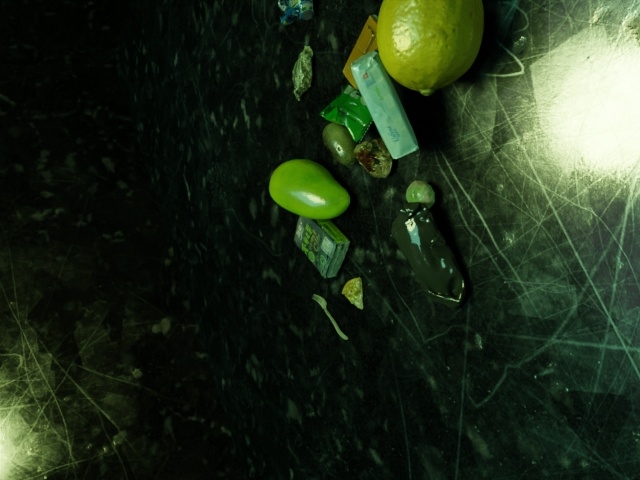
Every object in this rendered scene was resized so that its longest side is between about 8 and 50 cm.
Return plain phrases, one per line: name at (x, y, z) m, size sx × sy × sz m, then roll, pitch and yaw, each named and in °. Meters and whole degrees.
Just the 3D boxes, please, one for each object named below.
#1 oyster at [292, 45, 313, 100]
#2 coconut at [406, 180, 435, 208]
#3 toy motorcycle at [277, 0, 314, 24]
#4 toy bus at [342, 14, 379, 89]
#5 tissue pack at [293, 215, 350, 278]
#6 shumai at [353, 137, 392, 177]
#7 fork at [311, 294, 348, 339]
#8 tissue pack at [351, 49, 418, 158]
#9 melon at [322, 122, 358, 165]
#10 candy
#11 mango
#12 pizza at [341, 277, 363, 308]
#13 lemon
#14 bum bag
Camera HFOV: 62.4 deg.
oyster at (-0.065, -0.578, 1.845) m, size 0.177 × 0.064 × 0.125 m, roll 115°, pitch 149°, yaw -55°
coconut at (0.275, -0.121, 1.446) m, size 0.082 × 0.081 × 0.083 m, roll 17°, pitch 102°, yaw 40°
toy motorcycle at (-0.084, -0.800, 1.783) m, size 0.254 × 0.092 × 0.135 m, roll 13°, pitch 119°, yaw 63°
toy bus at (0.152, -0.529, 1.481) m, size 0.098 × 0.114 × 0.201 m, roll 60°, pitch 142°, yaw 25°
tissue pack at (0.000, 0.000, 1.890) m, size 0.235 × 0.073 × 0.173 m, roll 49°, pitch 136°, yaw 38°
shumai at (0.149, -0.248, 1.595) m, size 0.139 × 0.105 × 0.123 m, roll -112°, pitch 22°, yaw -64°
fork at (0.040, 0.281, 1.960) m, size 0.219 × 0.028 × 0.034 m, roll 50°, pitch 129°, yaw 31°
tissue pack at (0.165, -0.357, 1.388) m, size 0.263 × 0.089 × 0.177 m, roll 63°, pitch -167°, yaw -18°
melon at (0.067, -0.307, 1.684) m, size 0.162 × 0.099 × 0.099 m, roll 58°, pitch 141°, yaw 25°
candy at (0.093, -0.397, 1.613) m, size 0.203 × 0.078 × 0.141 m, roll 41°, pitch 112°, yaw 39°
mango at (-0.034, -0.174, 1.814) m, size 0.343 × 0.156 × 0.192 m, roll 26°, pitch 91°, yaw 35°
pizza at (0.119, 0.187, 1.810) m, size 0.123 × 0.026 × 0.108 m, roll -49°, pitch 61°, yaw 49°
lemon at (0.253, -0.501, 1.229) m, size 0.245 × 0.245 × 0.319 m, roll 15°, pitch 107°, yaw 54°
bum bag at (0.296, 0.045, 1.444) m, size 0.142 × 0.080 × 0.326 m, roll -29°, pitch 87°, yaw 46°
